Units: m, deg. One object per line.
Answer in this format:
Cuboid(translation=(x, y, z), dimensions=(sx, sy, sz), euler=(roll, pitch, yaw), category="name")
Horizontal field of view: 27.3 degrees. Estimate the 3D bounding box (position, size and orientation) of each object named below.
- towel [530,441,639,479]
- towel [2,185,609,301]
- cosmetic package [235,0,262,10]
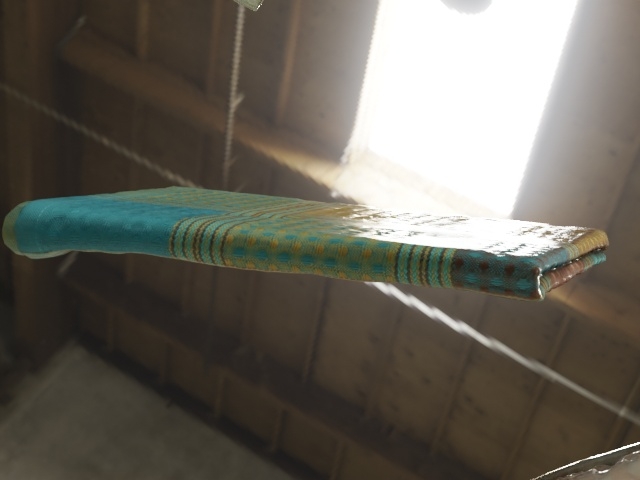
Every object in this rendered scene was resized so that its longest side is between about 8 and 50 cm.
Cuboid(translation=(0.226, 0.263, 0.742), dimensions=(0.332, 0.053, 0.317), euler=(-29, -93, 41), category="towel")
Cuboid(translation=(0.000, 0.000, 0.939), dimensions=(0.370, 0.271, 0.040), euler=(6, -83, 21), category="towel")
Cuboid(translation=(-0.061, -0.213, 0.954), dimensions=(0.060, 0.115, 0.041), euler=(28, -66, -15), category="cosmetic package")
